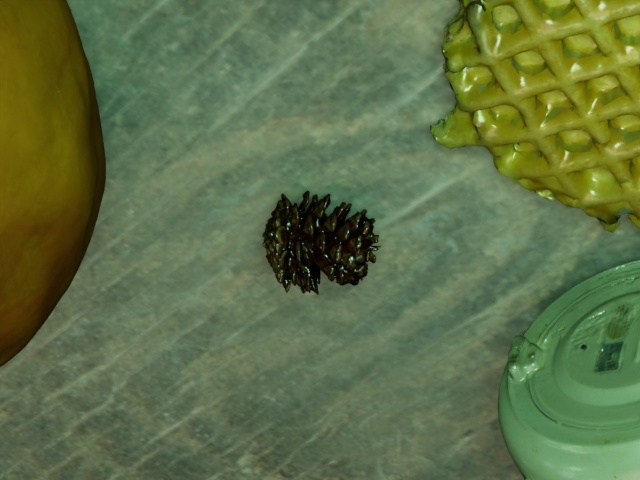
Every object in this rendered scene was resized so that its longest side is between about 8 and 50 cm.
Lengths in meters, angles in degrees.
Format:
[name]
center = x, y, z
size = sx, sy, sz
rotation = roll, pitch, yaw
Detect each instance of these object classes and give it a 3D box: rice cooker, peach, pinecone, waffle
[rice cooker]
center = 0.248, 0.148, 1.282
size = 0.226, 0.226, 0.244
rotation = -13, 131, 27
[peach]
center = -0.301, -0.058, 1.184
size = 0.343, 0.301, 0.342
rotation = 10, 136, 9
[pinecone]
center = 0.000, 0.000, 1.315
size = 0.083, 0.077, 0.077
rotation = -10, 132, 3
[waffle]
center = 0.197, -0.100, 1.173
size = 0.254, 0.052, 0.245
rotation = 21, 137, -5
